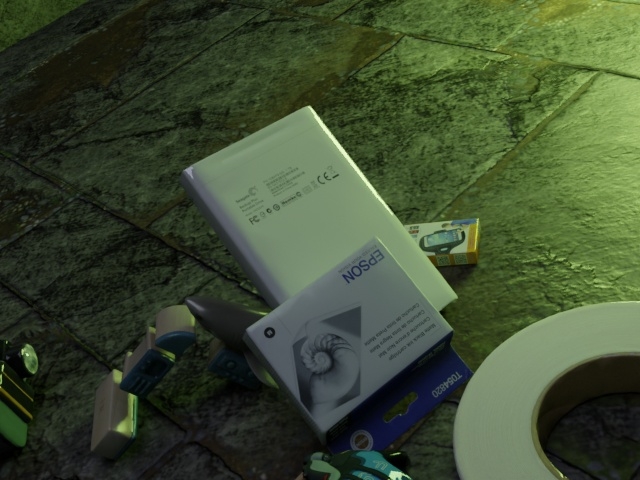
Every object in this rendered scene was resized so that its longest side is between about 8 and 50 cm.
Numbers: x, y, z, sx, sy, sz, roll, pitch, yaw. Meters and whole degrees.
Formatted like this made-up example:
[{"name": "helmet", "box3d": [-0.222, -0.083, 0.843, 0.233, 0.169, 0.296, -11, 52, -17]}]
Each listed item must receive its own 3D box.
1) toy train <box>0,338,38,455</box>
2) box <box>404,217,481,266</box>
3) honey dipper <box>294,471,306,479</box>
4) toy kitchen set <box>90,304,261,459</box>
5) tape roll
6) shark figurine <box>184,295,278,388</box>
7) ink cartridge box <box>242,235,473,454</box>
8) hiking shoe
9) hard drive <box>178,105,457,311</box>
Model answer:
[{"name": "toy train", "box3d": [-0.583, 0.255, 1.318, 0.334, 0.142, 0.190, -17, 46, 4]}, {"name": "box", "box3d": [0.177, 0.006, 1.367, 0.136, 0.028, 0.081, -4, 39, 18]}, {"name": "honey dipper", "box3d": [-0.059, 0.326, 1.069, 0.031, 0.030, 0.161, 19, 47, 40]}, {"name": "toy kitchen set", "box3d": [-0.195, 0.218, 1.241, 0.207, 0.166, 0.122, -49, 28, 24]}, {"name": "tape roll", "box3d": [0.342, 0.224, 0.976, 0.392, 0.072, 0.392, -12, 36, 9]}, {"name": "shark figurine", "box3d": [-0.047, 0.099, 1.265, 0.116, 0.166, 0.278, -46, -13, 28]}, {"name": "ink cartridge box", "box3d": [0.054, 0.142, 1.119, 0.223, 0.045, 0.224, -36, 82, -20]}, {"name": "hiking shoe", "box3d": [0.056, 0.293, 0.926, 0.132, 0.113, 0.304, -13, 15, -2]}, {"name": "hard drive", "box3d": [0.000, 0.000, 1.226, 0.233, 0.047, 0.353, -32, 80, -30]}]
